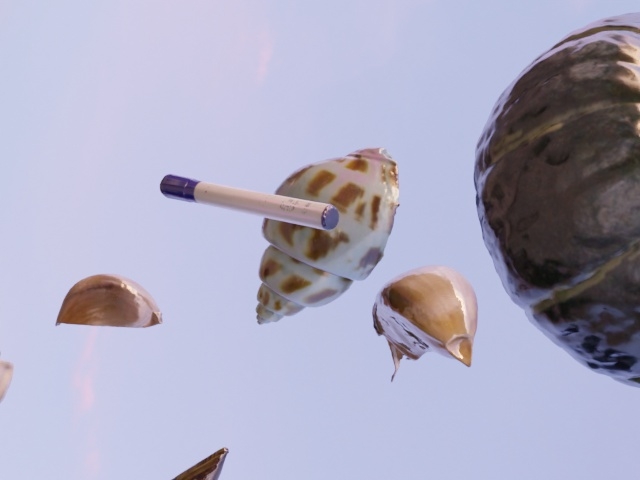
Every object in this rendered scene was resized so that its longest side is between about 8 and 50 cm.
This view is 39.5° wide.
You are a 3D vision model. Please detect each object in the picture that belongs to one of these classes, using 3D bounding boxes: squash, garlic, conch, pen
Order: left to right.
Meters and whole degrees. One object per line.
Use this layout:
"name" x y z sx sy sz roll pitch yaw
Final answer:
"garlic" -0.396 0.113 1.680 0.087 0.195 0.102 163 -71 -75
"pen" -0.091 -0.048 1.073 0.269 0.033 0.033 12 -97 36
"conch" 0.000 -0.001 1.567 0.249 0.197 0.368 49 -46 51
"garlic" 0.168 0.154 1.655 0.338 0.151 0.196 147 -63 -65
"squash" 0.223 -0.027 0.585 0.165 0.252 0.252 136 -40 -56

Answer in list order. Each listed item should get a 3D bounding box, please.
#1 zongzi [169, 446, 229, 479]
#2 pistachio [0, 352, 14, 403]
"zongzi" -0.192 0.460 1.280 0.241 0.111 0.248 -34 -119 11
"pistachio" -0.438 0.180 0.980 0.117 0.200 0.145 61 -6 10
